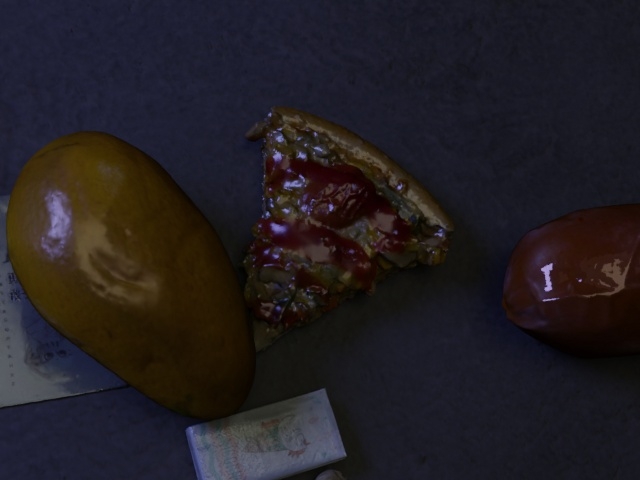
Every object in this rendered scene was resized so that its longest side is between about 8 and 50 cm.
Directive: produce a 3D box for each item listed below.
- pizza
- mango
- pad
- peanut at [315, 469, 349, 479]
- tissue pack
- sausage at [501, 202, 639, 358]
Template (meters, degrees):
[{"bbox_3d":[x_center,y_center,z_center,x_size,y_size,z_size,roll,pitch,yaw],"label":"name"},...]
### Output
[{"bbox_3d":[0.000,0.000,0.762,0.188,0.062,0.199,31,67,-2],"label":"pizza"},{"bbox_3d":[-0.127,0.029,0.684,0.227,0.109,0.147,57,34,-1],"label":"mango"},{"bbox_3d":[-0.274,0.046,0.693,0.264,0.009,0.160,-7,75,-18],"label":"pad"},{"bbox_3d":[0.020,0.205,0.712,0.037,0.037,0.083,-28,80,-23],"label":"peanut"},{"bbox_3d":[-0.039,0.148,0.719,0.108,0.023,0.056,-14,76,-21],"label":"tissue pack"},{"bbox_3d":[0.270,0.030,0.797,0.258,0.133,0.133,-1,72,-16],"label":"sausage"}]
